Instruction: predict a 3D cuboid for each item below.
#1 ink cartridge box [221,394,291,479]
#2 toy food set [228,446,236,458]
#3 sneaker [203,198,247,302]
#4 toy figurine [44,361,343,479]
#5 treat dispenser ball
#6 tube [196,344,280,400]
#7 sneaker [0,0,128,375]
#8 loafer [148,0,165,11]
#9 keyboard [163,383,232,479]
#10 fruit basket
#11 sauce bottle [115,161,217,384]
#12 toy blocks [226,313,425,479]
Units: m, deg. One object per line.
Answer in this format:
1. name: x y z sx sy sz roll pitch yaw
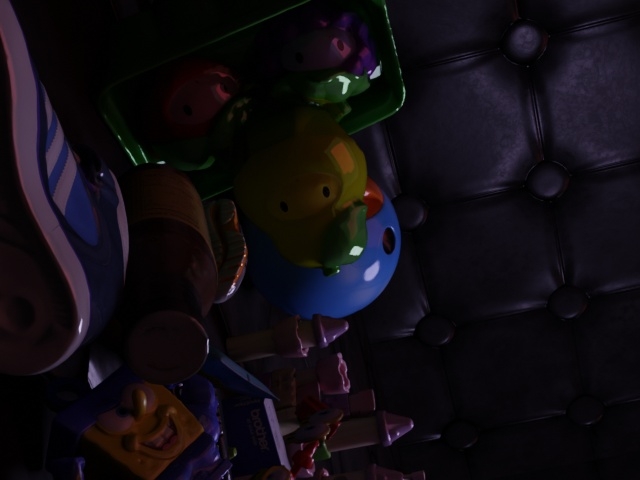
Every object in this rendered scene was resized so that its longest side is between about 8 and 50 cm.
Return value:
1. ink cartridge box: -0.090 0.306 1.200 0.046 0.097 0.207 -66 142 -75
2. toy food set: -0.111 0.322 1.116 0.128 0.071 0.218 -72 149 -75
3. sneaker: -0.142 0.025 1.355 0.215 0.084 0.083 -94 173 -54
4. toy figurine: -0.166 0.210 0.757 0.362 0.217 0.191 -40 163 -51
5. treat dispenser ball: 0.000 0.000 1.646 0.288 0.288 0.288 -13 90 -82
6. tube: -0.126 0.122 0.935 0.080 0.207 0.052 35 73 -34
7. sneaker: -0.239 -0.069 0.689 0.236 0.130 0.323 -110 -178 -80
8. loafer: -0.192 -0.269 1.446 0.084 0.096 0.268 -102 173 -54
9. keyboard: -0.142 0.235 1.018 0.108 0.023 0.180 -10 92 -45
10. fruit basket: -0.061 -0.148 1.148 0.283 0.392 0.392 67 13 -53
11. sauce bottle: -0.157 0.024 0.885 0.344 0.111 0.111 -114 -173 -64
12. toy blocks: 0.020 0.297 1.405 0.289 0.260 0.309 -95 169 -48
